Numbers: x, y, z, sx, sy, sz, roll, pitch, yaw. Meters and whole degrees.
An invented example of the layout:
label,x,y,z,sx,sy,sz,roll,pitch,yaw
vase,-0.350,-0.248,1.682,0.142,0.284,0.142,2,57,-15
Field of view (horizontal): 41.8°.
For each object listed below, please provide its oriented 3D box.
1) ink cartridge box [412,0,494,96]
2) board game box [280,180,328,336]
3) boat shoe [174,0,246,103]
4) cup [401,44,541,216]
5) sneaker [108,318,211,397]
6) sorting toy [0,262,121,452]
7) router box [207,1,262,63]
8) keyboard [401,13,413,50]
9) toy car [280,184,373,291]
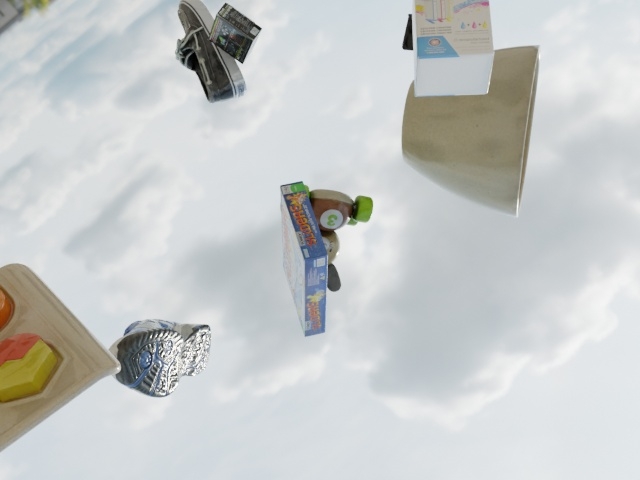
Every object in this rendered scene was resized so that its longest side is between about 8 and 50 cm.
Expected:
label,x,y,z,sx,sy,sz,roll,pitch,yaw
ink cartridge box,0.160,-0.263,1.040,0.092,0.090,0.143,-2,-112,4
board game box,-0.024,0.030,1.215,0.035,0.201,0.136,-12,-126,-10
boat shoe,-0.271,-0.422,1.867,0.105,0.306,0.113,-22,157,-14
cup,0.290,-0.224,1.643,0.237,0.331,0.331,9,-136,15
sneaker,-0.197,0.132,0.964,0.081,0.080,0.211,7,177,13
sorting toy,-0.303,0.109,0.708,0.208,0.038,0.193,-33,-134,-26
router box,-0.179,-0.429,1.744,0.038,0.092,0.122,-58,-173,-19
keyboard,0.262,-0.448,1.771,0.180,0.023,0.108,13,-88,31
toy car,0.000,0.000,1.603,0.149,0.155,0.188,166,-67,-75
